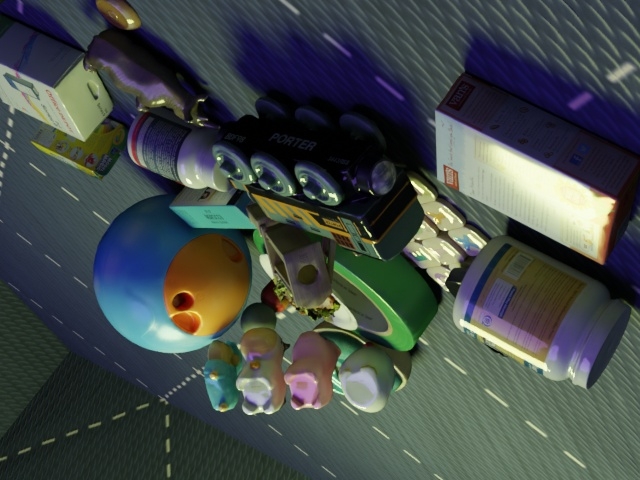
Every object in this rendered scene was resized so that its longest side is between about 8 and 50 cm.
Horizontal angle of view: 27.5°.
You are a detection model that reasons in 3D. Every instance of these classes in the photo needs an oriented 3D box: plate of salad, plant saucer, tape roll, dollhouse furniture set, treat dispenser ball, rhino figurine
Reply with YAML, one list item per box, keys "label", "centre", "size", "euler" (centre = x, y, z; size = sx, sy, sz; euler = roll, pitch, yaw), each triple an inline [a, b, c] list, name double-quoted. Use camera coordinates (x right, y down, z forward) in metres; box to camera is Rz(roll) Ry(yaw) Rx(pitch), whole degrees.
- label: "plate of salad"
  centre: [-0.026, 0.093, 2.155]
  size: [0.199, 0.048, 0.200]
  euler: [33, 164, 11]
- label: "plant saucer"
  centre: [-0.303, -0.338, 1.930]
  size: [0.083, 0.015, 0.083]
  euler: [32, 160, 13]
- label: "tape roll"
  centre: [0.039, 0.054, 2.133]
  size: [0.321, 0.077, 0.321]
  euler: [34, 165, 10]
- label: "dollhouse furniture set"
  centre: [0.000, 0.000, 1.955]
  size: [0.182, 0.160, 0.101]
  euler: [-129, 22, -58]
- label: "treat dispenser ball"
  centre: [-0.267, 0.059, 2.370]
  size: [0.288, 0.288, 0.288]
  euler: [32, 160, 13]
- label: "rhino figurine"
  centre: [-0.255, -0.237, 1.997]
  size: [0.243, 0.073, 0.106]
  euler: [35, 164, 1]

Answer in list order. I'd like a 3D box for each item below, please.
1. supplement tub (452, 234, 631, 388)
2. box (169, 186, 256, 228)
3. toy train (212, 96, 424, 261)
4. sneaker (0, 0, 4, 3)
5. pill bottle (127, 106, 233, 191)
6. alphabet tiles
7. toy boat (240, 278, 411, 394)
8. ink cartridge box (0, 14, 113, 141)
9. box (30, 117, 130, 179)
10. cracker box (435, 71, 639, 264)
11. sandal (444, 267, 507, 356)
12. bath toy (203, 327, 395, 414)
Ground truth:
- label: "supplement tub"
  centre: [0.291, 0.095, 1.722]
  size: [0.199, 0.144, 0.144]
  euler: [29, 159, 22]
- label: "box"
  centre: [-0.150, -0.075, 2.149]
  size: [0.060, 0.100, 0.244]
  euler: [44, 160, -25]
- label: "toy train"
  centre: [-0.008, -0.083, 1.805]
  size: [0.334, 0.142, 0.190]
  euler: [16, 147, 45]
- label: "sneaker"
  centre: [-0.488, -0.412, 1.975]
  size: [0.090, 0.081, 0.232]
  euler: [41, 160, 10]
- label: "pill bottle"
  centre: [-0.209, -0.143, 2.079]
  size: [0.180, 0.108, 0.108]
  euler: [23, 157, 33]
- label: "alphabet tiles"
  centre: [0.127, -0.023, 1.919]
  size: [0.284, 0.021, 0.278]
  euler: [41, 160, -15]
- label: "toy boat"
  centre: [0.007, 0.194, 2.427]
  size: [0.318, 0.148, 0.267]
  euler: [38, 161, -5]
- label: "ink cartridge box"
  centre: [-0.478, -0.280, 2.246]
  size: [0.212, 0.093, 0.154]
  euler: [25, 157, 26]
- label: "box"
  centre: [-0.423, -0.181, 2.357]
  size: [0.179, 0.105, 0.043]
  euler: [25, 166, 28]
- label: "cracker box"
  centre: [0.246, -0.082, 1.508]
  size: [0.232, 0.067, 0.156]
  euler: [29, 159, 19]
- label: "sandal"
  centre: [0.250, 0.123, 1.956]
  size: [0.097, 0.054, 0.254]
  euler: [13, 158, 42]
- label: "bath toy"
  centre: [-0.026, 0.224, 2.287]
  size: [0.348, 0.129, 0.151]
  euler: [-2, 103, 24]
